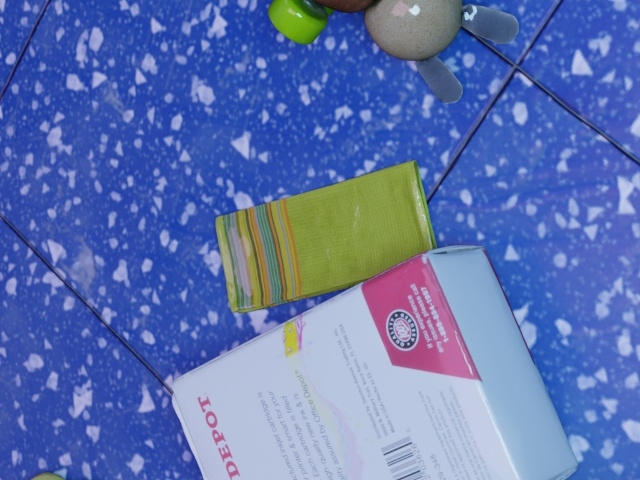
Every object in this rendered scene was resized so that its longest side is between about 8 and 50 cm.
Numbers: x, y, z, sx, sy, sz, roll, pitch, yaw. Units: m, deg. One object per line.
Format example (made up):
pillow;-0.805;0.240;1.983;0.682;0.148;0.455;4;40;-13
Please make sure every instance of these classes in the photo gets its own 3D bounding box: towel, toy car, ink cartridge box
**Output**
towel;0.000;0.000;1.327;0.237;0.021;0.102;-15;87;32
toy car;0.078;-0.215;1.220;0.188;0.149;0.155;37;120;-7
ink cartridge box;0.044;0.165;1.249;0.306;0.131;0.226;-28;80;32

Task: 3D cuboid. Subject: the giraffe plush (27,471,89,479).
giraffe plush;-0.317;0.367;1.474;0.181;0.170;0.210;-34;76;30
